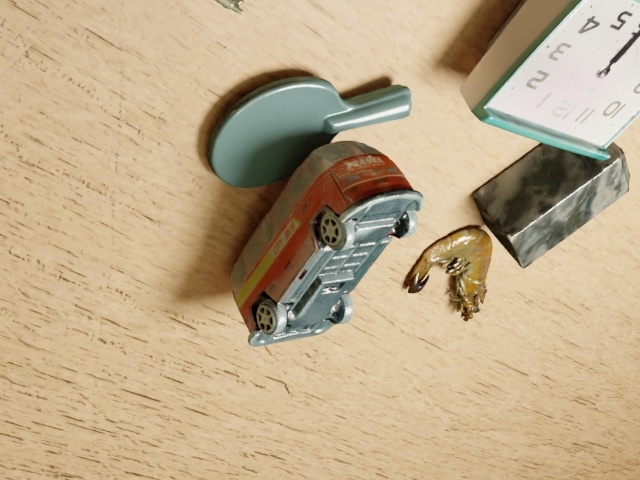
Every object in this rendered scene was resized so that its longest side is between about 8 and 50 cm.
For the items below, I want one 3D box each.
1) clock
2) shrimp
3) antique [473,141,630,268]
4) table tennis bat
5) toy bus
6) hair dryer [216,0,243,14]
[{"bbox_3d":[0.299,-0.219,1.743,0.262,0.116,0.231,12,128,-48],"label":"clock"},{"bbox_3d":[0.165,0.057,2.014,0.124,0.034,0.178,-19,141,-21],"label":"shrimp"},{"bbox_3d":[0.292,-0.063,1.935,0.183,0.086,0.088,-36,147,-3],"label":"antique"},{"bbox_3d":[-0.010,-0.123,1.633,0.237,0.038,0.149,-17,144,-23],"label":"table tennis bat"},{"bbox_3d":[0.000,0.000,1.687,0.121,0.120,0.265,-9,148,-37],"label":"toy bus"},{"bbox_3d":[-0.117,-0.278,1.269,0.206,0.075,0.237,-43,129,0],"label":"hair dryer"}]
